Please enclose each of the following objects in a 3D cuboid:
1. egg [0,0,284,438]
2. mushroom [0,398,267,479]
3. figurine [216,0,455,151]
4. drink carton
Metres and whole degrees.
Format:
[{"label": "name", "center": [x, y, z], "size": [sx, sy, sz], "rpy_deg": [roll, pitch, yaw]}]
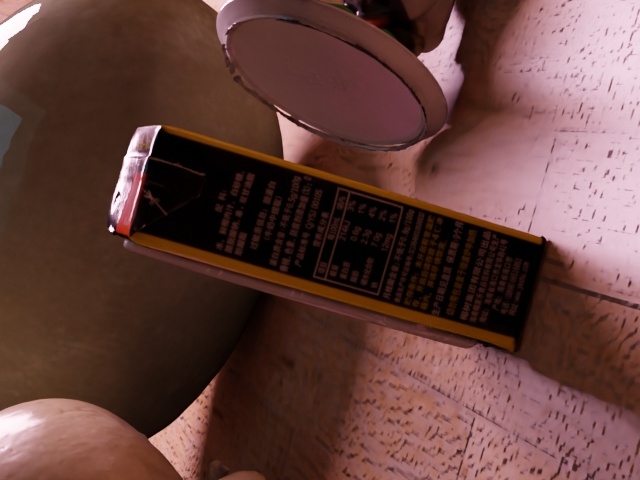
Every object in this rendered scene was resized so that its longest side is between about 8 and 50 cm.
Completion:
[{"label": "egg", "center": [-0.158, -0.009, 0.974], "size": [0.258, 0.259, 0.352], "rpy_deg": [-104, 35, -61]}, {"label": "mushroom", "center": [-0.111, 0.191, 0.756], "size": [0.246, 0.202, 0.246], "rpy_deg": [42, 149, 32]}, {"label": "figurine", "center": [0.031, -0.142, 0.743], "size": [0.153, 0.132, 0.132], "rpy_deg": [-65, 12, -20]}, {"label": "drink carton", "center": [0.000, 0.000, 0.582], "size": [0.071, 0.166, 0.056], "rpy_deg": [-177, 102, -74]}]
